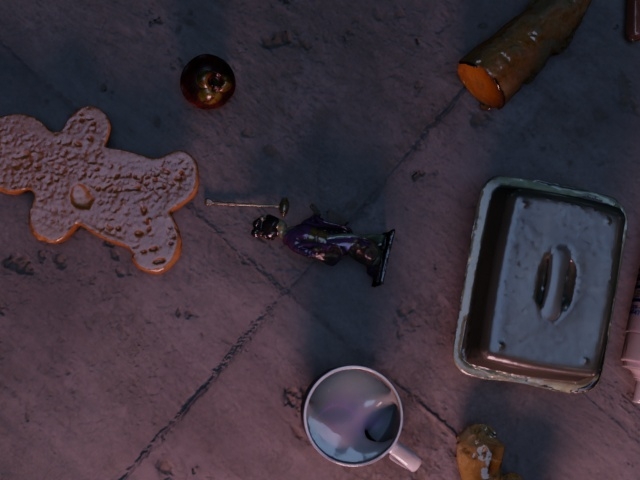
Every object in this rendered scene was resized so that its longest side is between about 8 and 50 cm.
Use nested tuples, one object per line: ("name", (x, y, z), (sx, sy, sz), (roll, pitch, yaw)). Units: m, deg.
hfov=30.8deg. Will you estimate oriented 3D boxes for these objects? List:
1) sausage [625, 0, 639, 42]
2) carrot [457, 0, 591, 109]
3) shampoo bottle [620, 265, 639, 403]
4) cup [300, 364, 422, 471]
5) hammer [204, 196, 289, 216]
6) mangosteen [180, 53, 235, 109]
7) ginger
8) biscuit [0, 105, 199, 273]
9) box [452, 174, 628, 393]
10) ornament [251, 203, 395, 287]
("sausage", (0.480, -0.372, 1.764), (0.035, 0.030, 0.147), (2, 84, -4))
("carrot", (0.320, -0.308, 1.714), (0.263, 0.102, 0.102), (-43, 90, -9))
("shampoo bottle", (0.502, 0.090, 1.694), (0.092, 0.092, 0.303), (14, 84, -4))
("cup", (0.058, 0.243, 1.614), (0.174, 0.142, 0.134), (8, 83, -4))
("hammer", (-0.107, -0.052, 1.693), (0.123, 0.014, 0.029), (3, 75, -2))
("mangosteen", (-0.162, -0.229, 1.671), (0.081, 0.081, 0.080), (0, 85, -5))
("ginger", (0.248, 0.432, 1.644), (0.148, 0.081, 0.333), (9, 83, 0))
("biscuit", (-0.336, -0.087, 1.657), (0.324, 0.049, 0.205), (17, 82, -4))
("box", (0.309, 0.062, 1.641), (0.221, 0.166, 0.290), (10, 85, -5))
("ornament", (0.005, -0.007, 1.662), (0.203, 0.088, 0.081), (21, 82, -1))
